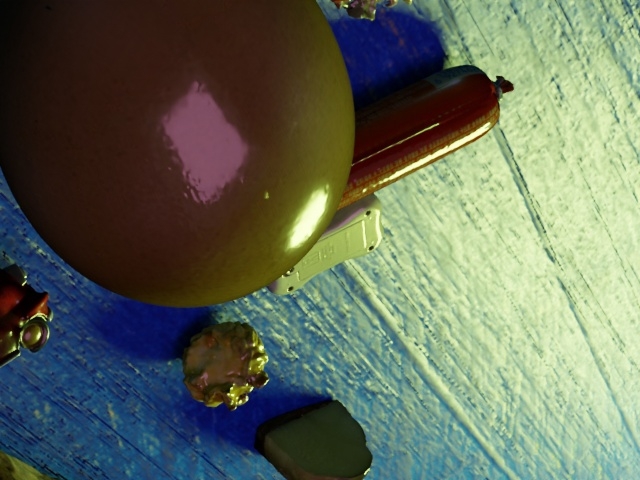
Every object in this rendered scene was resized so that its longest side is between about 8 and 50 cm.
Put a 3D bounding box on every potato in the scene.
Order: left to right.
[{"bbox_3d":[0.000,0.219,1.838,0.096,0.103,0.066,-18,135,-24],"label":"potato"}]

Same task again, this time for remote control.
[{"bbox_3d":[0.000,0.000,1.669,0.122,0.032,0.074,-25,141,-17],"label":"remote control"}]

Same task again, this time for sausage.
[{"bbox_3d":[0.054,-0.083,1.593,0.264,0.083,0.083,-26,141,-18],"label":"sausage"}]

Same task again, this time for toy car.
[{"bbox_3d":[-0.282,0.045,1.433,0.139,0.112,0.112,-28,127,-30],"label":"toy car"}]

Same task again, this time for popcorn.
[{"bbox_3d":[-0.084,0.112,1.679,0.057,0.083,0.082,2,108,-75],"label":"popcorn"}]

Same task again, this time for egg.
[{"bbox_3d":[-0.107,-0.098,1.299,0.250,0.250,0.322,-32,136,-9],"label":"egg"}]

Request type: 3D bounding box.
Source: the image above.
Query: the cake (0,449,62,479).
[{"bbox_3d":[-0.241,0.336,1.658,0.199,0.196,0.293,-51,134,7],"label":"cake"}]

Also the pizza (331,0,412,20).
[{"bbox_3d":[0.014,-0.233,1.427,0.195,0.052,0.185,-19,136,-24],"label":"pizza"}]
